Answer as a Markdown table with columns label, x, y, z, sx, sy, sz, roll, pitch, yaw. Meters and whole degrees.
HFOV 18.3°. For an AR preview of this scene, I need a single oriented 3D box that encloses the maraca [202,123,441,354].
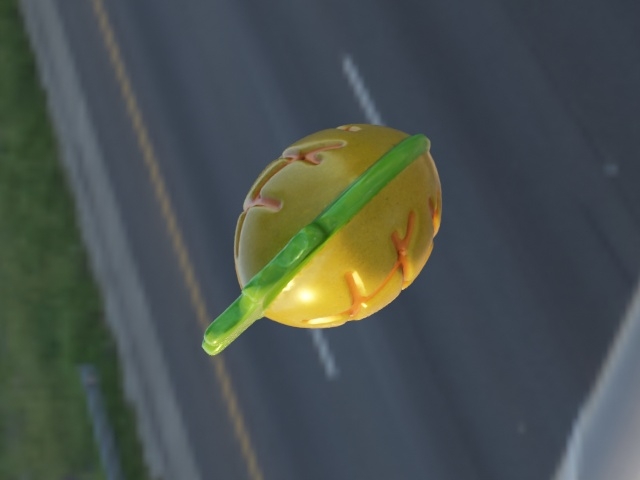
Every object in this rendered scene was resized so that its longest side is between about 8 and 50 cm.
| label | x | y | z | sx | sy | sz | roll | pitch | yaw |
| --- | --- | --- | --- | --- | --- | --- | --- | --- | --- |
| maraca | 0.000 | 0.000 | 1.059 | 0.099 | 0.185 | 0.127 | 43 | 129 | 6 |
